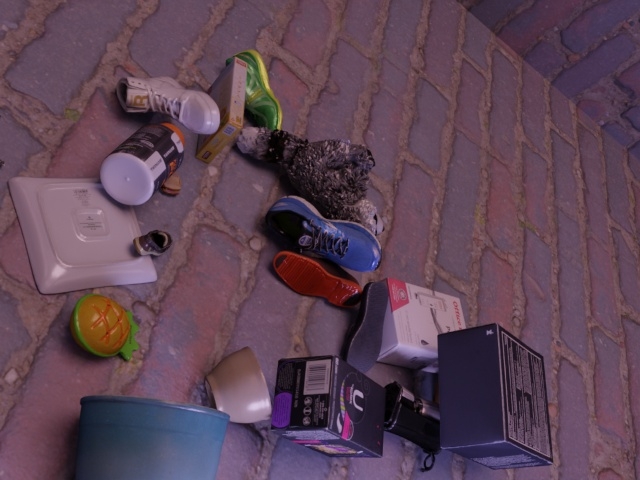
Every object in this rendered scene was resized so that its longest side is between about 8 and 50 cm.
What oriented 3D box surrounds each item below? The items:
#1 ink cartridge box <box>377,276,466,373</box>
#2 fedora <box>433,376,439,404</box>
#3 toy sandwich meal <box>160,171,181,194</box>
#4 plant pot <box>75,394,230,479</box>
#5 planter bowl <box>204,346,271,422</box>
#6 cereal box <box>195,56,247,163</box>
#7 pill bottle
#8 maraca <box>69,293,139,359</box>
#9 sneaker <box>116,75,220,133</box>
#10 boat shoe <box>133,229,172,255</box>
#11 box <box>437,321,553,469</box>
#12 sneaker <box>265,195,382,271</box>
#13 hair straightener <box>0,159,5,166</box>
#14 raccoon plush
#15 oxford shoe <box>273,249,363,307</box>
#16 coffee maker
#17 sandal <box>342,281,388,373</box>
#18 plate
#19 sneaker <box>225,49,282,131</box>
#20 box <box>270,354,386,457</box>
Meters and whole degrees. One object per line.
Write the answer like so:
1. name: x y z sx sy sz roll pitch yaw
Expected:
1. ink cartridge box: 0.269 0.239 2.088 0.283 0.117 0.207 16 52 -33
2. fedora: 0.366 0.442 2.062 0.194 0.079 0.194 18 56 -28
3. toy sandwich meal: -0.372 -0.151 1.853 0.085 0.029 0.086 23 49 -29
4. plant pot: -0.314 0.426 1.344 0.271 0.271 0.255 19 66 -32
5. planter bowl: -0.183 0.320 1.613 0.109 0.162 0.162 -16 72 -19
6. cereal box: -0.258 -0.343 1.984 0.047 0.173 0.240 23 49 -28
7. pill bottle: -0.396 -0.189 1.742 0.130 0.130 0.246 42 30 -11
8. maraca: -0.430 0.176 1.525 0.185 0.099 0.127 36 46 -55
9. sneaker: -0.385 -0.327 1.845 0.169 0.108 0.292 -11 31 -41
10. boat shoe: -0.364 0.004 1.698 0.056 0.049 0.152 68 15 -2
11. box: 0.440 0.401 1.919 0.294 0.182 0.296 35 49 -45
12. sneaker: 0.000 0.000 1.932 0.330 0.130 0.147 24 24 15
13. hair straightener: -0.695 -0.171 1.563 0.089 0.047 0.230 21 50 -30
14. raccoon plush: -0.032 -0.110 2.078 0.446 0.216 0.299 9 67 -3
15. oxford shoe: -0.013 0.087 1.981 0.271 0.097 0.098 30 25 -28
16. coffee maker: 0.227 0.463 1.892 0.178 0.120 0.171 27 48 -25
17. sandal: 0.118 0.232 1.971 0.097 0.054 0.255 30 67 -27
18. plate: -0.504 -0.029 1.638 0.277 0.045 0.278 -5 66 -43
19. sneaker: -0.193 -0.400 2.156 0.123 0.109 0.296 -17 76 -20
20. box: 0.026 0.372 1.669 0.270 0.143 0.165 41 47 -50
